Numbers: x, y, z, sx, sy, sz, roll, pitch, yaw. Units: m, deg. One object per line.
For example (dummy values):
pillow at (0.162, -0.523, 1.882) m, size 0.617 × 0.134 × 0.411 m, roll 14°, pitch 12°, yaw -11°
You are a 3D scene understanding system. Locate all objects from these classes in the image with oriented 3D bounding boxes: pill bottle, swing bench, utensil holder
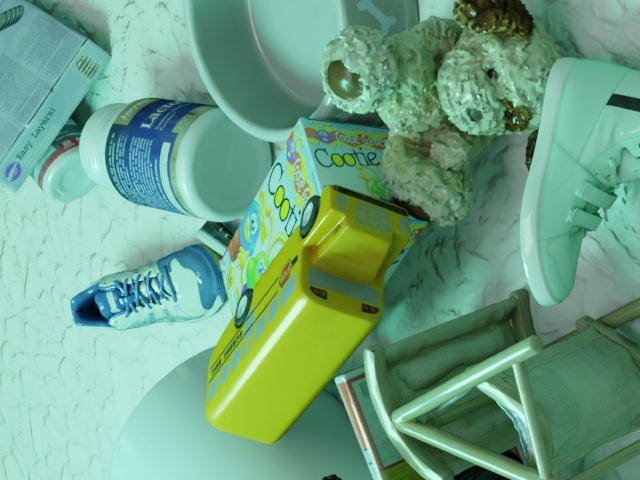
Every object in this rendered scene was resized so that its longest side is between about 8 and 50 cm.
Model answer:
pill bottle at (-0.204, -0.115, 2.088) m, size 0.265 × 0.153 × 0.153 m, roll 12°, pitch 112°, yaw 46°
swing bench at (0.228, 0.151, 1.607) m, size 0.255 × 0.253 × 0.165 m, roll -8°, pitch 98°, yaw 51°
pill bottle at (-0.422, -0.153, 2.363) m, size 0.180 × 0.108 × 0.108 m, roll 47°, pitch 134°, yaw 27°
utensil holder at (-0.040, 0.351, 1.945) m, size 0.385 × 0.328 × 0.327 m, roll 40°, pitch 131°, yaw 36°

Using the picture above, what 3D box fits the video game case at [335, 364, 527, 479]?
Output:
video game case at (0.149, 0.259, 1.777) m, size 0.025 × 0.204 × 0.285 m, roll -27°, pitch 83°, yaw 55°

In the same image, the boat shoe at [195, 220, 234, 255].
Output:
boat shoe at (-0.115, 0.010, 2.118) m, size 0.142 × 0.049 × 0.040 m, roll 32°, pitch 88°, yaw 32°

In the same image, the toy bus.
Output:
toy bus at (-0.019, 0.086, 1.744) m, size 0.332 × 0.108 × 0.130 m, roll -53°, pitch 24°, yaw 42°

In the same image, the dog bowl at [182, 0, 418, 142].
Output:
dog bowl at (-0.039, -0.278, 1.877) m, size 0.349 × 0.102 × 0.348 m, roll 20°, pitch 118°, yaw 44°

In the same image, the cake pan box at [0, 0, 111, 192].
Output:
cake pan box at (-0.475, -0.229, 2.315) m, size 0.246 × 0.070 × 0.267 m, roll 31°, pitch 86°, yaw 39°

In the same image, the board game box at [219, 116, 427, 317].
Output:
board game box at (0.000, 0.000, 1.870) m, size 0.275 × 0.144 × 0.142 m, roll -59°, pitch 36°, yaw 43°

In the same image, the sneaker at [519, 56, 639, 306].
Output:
sneaker at (0.290, -0.051, 1.535) m, size 0.151 × 0.094 × 0.255 m, roll 10°, pitch 94°, yaw 27°

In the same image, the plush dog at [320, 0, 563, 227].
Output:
plush dog at (0.162, -0.168, 1.658) m, size 0.225 × 0.210 × 0.262 m, roll -5°, pitch 129°, yaw 36°

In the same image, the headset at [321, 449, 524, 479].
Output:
headset at (0.171, 0.336, 1.633) m, size 0.243 × 0.394 × 0.185 m, roll -98°, pitch 28°, yaw -70°

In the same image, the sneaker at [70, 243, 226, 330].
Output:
sneaker at (-0.254, 0.086, 2.242) m, size 0.296 × 0.131 × 0.111 m, roll -22°, pitch 85°, yaw 49°
